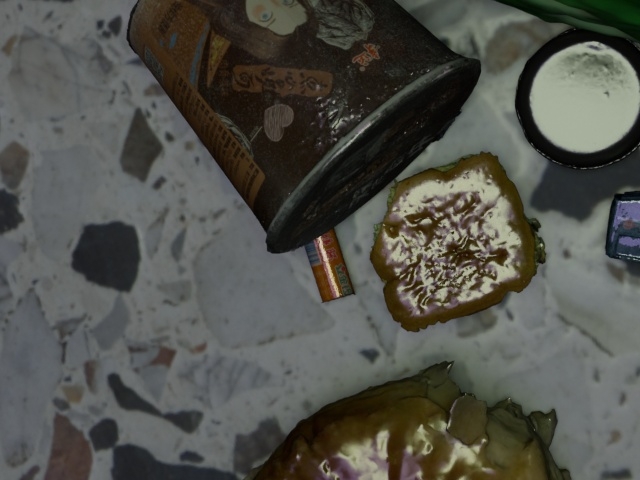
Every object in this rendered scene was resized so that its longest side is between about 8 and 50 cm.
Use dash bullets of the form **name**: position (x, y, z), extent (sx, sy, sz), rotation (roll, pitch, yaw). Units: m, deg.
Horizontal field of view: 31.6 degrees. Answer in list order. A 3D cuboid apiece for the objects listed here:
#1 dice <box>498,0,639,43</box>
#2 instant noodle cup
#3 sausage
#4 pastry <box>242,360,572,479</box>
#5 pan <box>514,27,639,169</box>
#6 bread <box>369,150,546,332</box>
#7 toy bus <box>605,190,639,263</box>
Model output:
- **dice**: position (0.191, -0.286, 0.732), extent (0.300, 0.297, 0.287), rotation (15, 97, -13)
- **instant noodle cup**: position (-0.020, -0.133, 0.881), extent (0.217, 0.217, 0.207), rotation (-44, 80, 12)
- **sausage**: position (0.000, 0.000, 0.971), extent (0.031, 0.031, 0.107), rotation (-16, 92, 13)
- **pastry**: position (0.071, 0.270, 0.930), extent (0.329, 0.136, 0.329), rotation (1, 96, 10)
- **pan**: position (0.260, -0.125, 0.898), extent (0.212, 0.040, 0.115), rotation (-13, 92, 20)
- **bread**: position (0.107, -0.001, 0.930), extent (0.140, 0.069, 0.128), rotation (-25, 89, 12)
- **toy bus**: position (0.312, -0.001, 0.898), extent (0.166, 0.047, 0.065), rotation (11, 103, 12)
